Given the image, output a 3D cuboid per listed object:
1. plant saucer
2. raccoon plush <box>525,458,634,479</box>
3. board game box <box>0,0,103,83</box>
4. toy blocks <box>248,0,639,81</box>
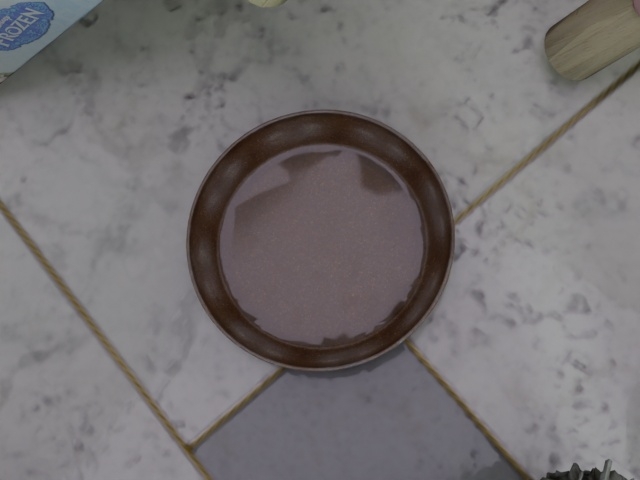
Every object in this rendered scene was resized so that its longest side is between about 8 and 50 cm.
[{"bbox_3d":[0.000,0.000,0.531,0.169,0.029,0.168,-2,75,6],"label":"plant saucer"},{"bbox_3d":[-0.049,0.165,0.416,0.446,0.216,0.299,37,75,13],"label":"raccoon plush"},{"bbox_3d":[-0.168,-0.285,0.506,0.319,0.066,0.317,-17,71,44],"label":"board game box"},{"bbox_3d":[0.115,-0.283,0.422,0.289,0.260,0.308,6,73,-24],"label":"toy blocks"}]
